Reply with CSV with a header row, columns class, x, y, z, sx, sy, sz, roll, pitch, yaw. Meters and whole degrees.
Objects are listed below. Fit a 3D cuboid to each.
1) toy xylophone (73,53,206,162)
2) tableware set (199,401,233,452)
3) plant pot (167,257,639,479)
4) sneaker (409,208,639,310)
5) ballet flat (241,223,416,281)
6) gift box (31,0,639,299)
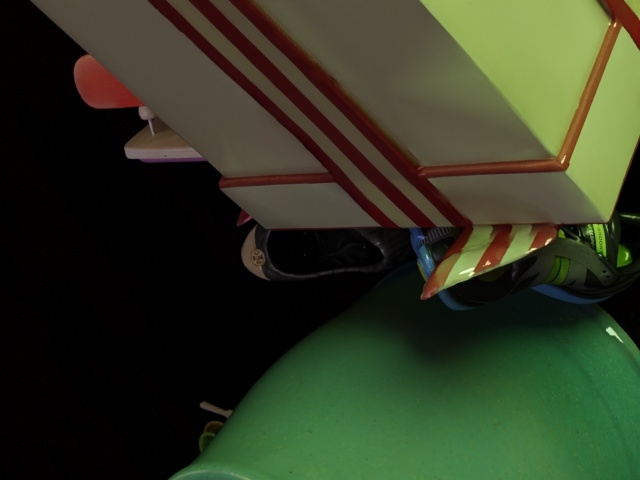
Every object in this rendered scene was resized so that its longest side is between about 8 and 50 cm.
class,x,y,z,sx,sy,sz,roll,pitch,yaw
toy xylophone,-0.128,-0.206,0.975,0.236,0.081,0.322,-9,106,47
tableware set,-0.060,0.211,1.184,0.104,0.024,0.154,12,119,39
plant pot,0.042,0.170,0.873,0.272,0.255,0.271,17,117,36
sneaker,0.120,-0.002,0.782,0.078,0.188,0.067,-33,64,43
ballet flat,0.000,0.000,0.989,0.173,0.049,0.057,-11,103,47
gift box,0.022,-0.131,0.696,0.255,0.276,0.258,5,151,47
